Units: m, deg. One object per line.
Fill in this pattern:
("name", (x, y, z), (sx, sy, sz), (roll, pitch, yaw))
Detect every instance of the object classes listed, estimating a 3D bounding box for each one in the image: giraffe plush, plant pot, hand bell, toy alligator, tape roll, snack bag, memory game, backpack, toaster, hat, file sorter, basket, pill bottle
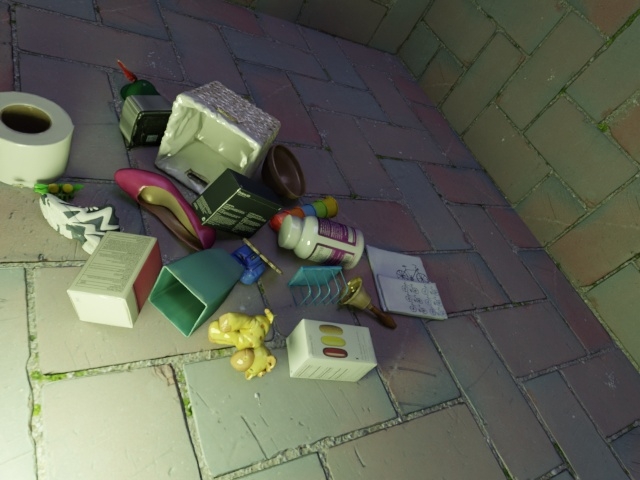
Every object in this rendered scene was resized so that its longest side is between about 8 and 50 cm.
("giraffe plush", (-0.206, 0.304, 1.310), (0.210, 0.181, 0.170), (-6, 66, -18))
("plant pot", (-0.167, -0.268, 1.895), (0.237, 0.110, 0.237), (44, 33, -40))
("plant pot", (-0.350, 0.130, 1.374), (0.165, 0.165, 0.234), (42, 37, 6))
("hand bell", (0.194, 0.256, 1.708), (0.242, 0.126, 0.126), (41, 38, -15))
("toy alligator", (-0.819, -0.146, 1.388), (0.190, 0.056, 0.051), (-5, 95, -39))
("tape roll", (-0.896, -0.306, 1.392), (0.246, 0.169, 0.246), (20, 42, -20))
("snack bag", (0.359, 0.172, 1.937), (0.323, 0.037, 0.342), (12, 45, -26))
("memory game", (-0.195, 0.055, 1.575), (0.186, 0.186, 0.012), (43, 85, 5))
("backpack", (-0.249, 0.083, 1.537), (0.120, 0.101, 0.098), (46, 47, 5))
("toaster", (-0.645, -0.438, 1.706), (0.186, 0.168, 0.110), (-20, 62, -46))
("hat", (-0.701, -0.638, 1.841), (0.173, 0.183, 0.208), (29, 40, -10))
("file sorter", (-0.006, 0.164, 1.621), (0.170, 0.118, 0.104), (1, 55, -35))
("basket", (-0.372, -0.363, 1.702), (0.328, 0.331, 0.266), (33, 38, -5))
("pill bottle", (0.000, 0.000, 1.741), (0.302, 0.169, 0.169), (16, 44, -23))

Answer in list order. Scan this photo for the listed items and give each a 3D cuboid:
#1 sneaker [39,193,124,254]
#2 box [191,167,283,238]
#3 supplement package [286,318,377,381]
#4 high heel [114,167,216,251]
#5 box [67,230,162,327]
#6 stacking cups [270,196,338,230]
("sneaker", (-0.696, -0.074, 1.372), (0.235, 0.094, 0.153), (36, 38, -1))
("box", (-0.277, -0.119, 1.572), (0.103, 0.184, 0.261), (59, 17, 23))
("supplement package", (0.032, 0.351, 1.451), (0.244, 0.134, 0.139), (12, 45, -27))
("high heel", (-0.507, -0.101, 1.498), (0.377, 0.127, 0.181), (26, 30, -17))
("box", (-0.547, 0.101, 1.252), (0.149, 0.127, 0.232), (9, 44, 1))
("stacking cups", (-0.060, -0.102, 1.856), (0.316, 0.096, 0.096), (-22, 66, -45))
